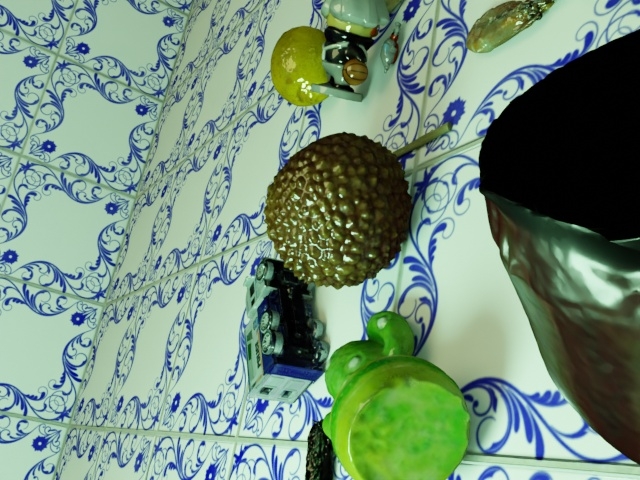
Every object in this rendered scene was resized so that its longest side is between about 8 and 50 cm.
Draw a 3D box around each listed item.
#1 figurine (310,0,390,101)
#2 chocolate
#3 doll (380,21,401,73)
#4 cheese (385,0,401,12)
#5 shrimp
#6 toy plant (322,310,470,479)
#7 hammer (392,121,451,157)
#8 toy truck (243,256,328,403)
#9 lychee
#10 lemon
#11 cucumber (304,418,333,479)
[{"bbox_3d":[0.062,-0.423,1.473,0.176,0.133,0.236,34,115,59],"label":"figurine"},{"bbox_3d":[0.329,0.025,0.514,0.384,0.331,0.383,-21,23,9],"label":"chocolate"},{"bbox_3d":[0.147,-0.406,1.453,0.057,0.039,0.114,-4,64,54],"label":"doll"},{"bbox_3d":[0.184,-0.677,1.510,0.384,0.104,0.383,-40,39,43],"label":"cheese"},{"bbox_3d":[0.308,-0.367,1.140,0.190,0.042,0.101,-3,61,61],"label":"shrimp"},{"bbox_3d":[0.086,0.232,1.017,0.224,0.185,0.316,-61,12,5],"label":"toy plant"},{"bbox_3d":[0.171,-0.172,1.275,0.199,0.013,0.062,-23,52,54],"label":"hammer"},{"bbox_3d":[-0.085,0.174,1.372,0.155,0.124,0.267,-54,32,35],"label":"toy truck"},{"bbox_3d":[0.036,-0.045,1.193,0.267,0.268,0.267,-40,39,42],"label":"lychee"},{"bbox_3d":[-0.038,-0.419,1.661,0.170,0.170,0.207,-26,55,52],"label":"lemon"},{"bbox_3d":[-0.003,0.390,1.154,0.053,0.053,0.181,-36,39,46],"label":"cucumber"}]
